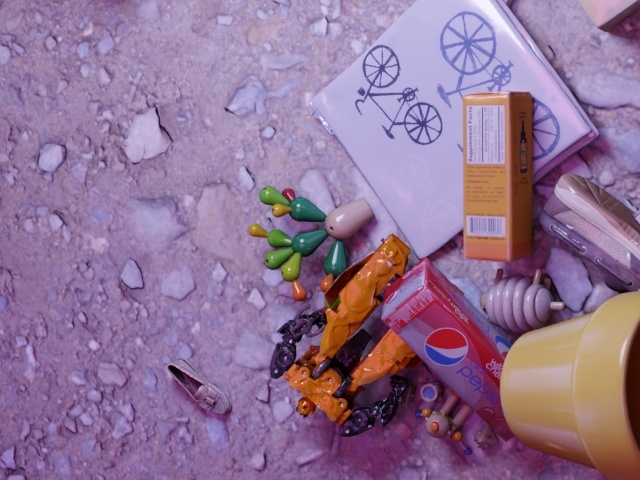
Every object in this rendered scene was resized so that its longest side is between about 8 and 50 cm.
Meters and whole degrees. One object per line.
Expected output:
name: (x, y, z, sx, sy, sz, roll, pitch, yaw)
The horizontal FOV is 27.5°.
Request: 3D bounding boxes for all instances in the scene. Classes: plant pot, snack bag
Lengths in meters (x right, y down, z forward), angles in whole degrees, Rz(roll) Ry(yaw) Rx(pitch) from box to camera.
plant pot: (0.372, 0.192, 1.687, 0.239, 0.254, 0.254, -6, 89, 49)
snack bag: (0.183, -0.178, 1.898, 0.342, 0.037, 0.323, -41, 77, 27)

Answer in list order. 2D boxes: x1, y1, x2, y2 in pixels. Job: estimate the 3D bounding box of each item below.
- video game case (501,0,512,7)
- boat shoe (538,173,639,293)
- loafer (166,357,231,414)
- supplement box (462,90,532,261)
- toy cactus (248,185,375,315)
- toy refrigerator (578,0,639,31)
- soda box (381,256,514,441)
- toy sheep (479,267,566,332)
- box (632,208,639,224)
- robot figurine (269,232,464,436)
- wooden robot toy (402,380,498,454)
video game case: (0.245, -0.502, 1.871, 0.204, 0.025, 0.285, 31, 104, 21)
boat shoe: (0.419, 0.026, 1.769, 0.285, 0.103, 0.092, 41, 122, 14)
loafer: (-0.198, 0.237, 2.092, 0.125, 0.039, 0.045, 40, 106, 19)
supplement box: (0.246, -0.090, 1.809, 0.080, 0.078, 0.233, 5, 98, 32)
toy cactus: (0.000, 0.000, 1.974, 0.180, 0.112, 0.219, -31, 76, 4)
toy refrigerator: (0.335, -0.415, 1.769, 0.094, 0.102, 0.269, -35, 85, 18)
soda box: (0.202, 0.151, 1.813, 0.083, 0.092, 0.263, -39, 106, 21)
toy sheep: (0.283, 0.087, 1.838, 0.132, 0.091, 0.091, -2, 91, 39)
box: (0.496, 0.024, 1.681, 0.045, 0.184, 0.190, -44, 75, 18)
robot figurine: (0.065, 0.144, 1.908, 0.211, 0.085, 0.291, 41, 99, 1)
wooden robot toy: (0.175, 0.253, 1.896, 0.173, 0.079, 0.076, 35, 106, 20)
